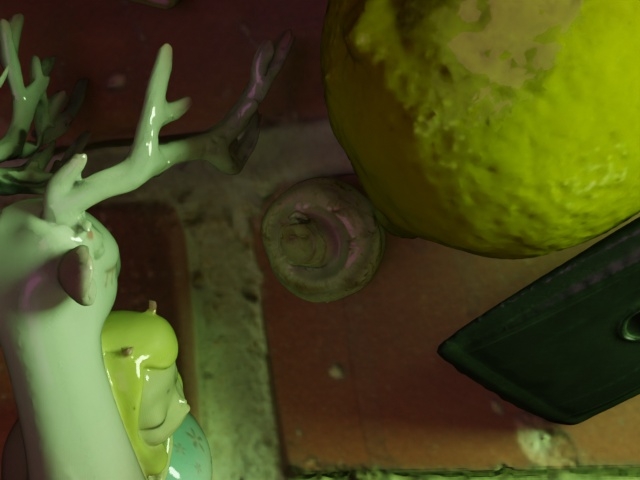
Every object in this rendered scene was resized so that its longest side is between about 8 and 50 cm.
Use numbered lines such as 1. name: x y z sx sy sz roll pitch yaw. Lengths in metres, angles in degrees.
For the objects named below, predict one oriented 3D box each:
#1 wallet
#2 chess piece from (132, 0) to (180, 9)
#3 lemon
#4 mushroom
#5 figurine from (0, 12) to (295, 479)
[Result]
1. wallet: 0.202 0.033 0.814 0.245 0.169 0.052 -34 54 23
2. chess piece: -0.182 -0.219 0.949 0.200 0.090 0.090 17 104 4
3. lemon: 0.120 -0.120 0.778 0.233 0.233 0.288 33 106 11
4. mushroom: 0.000 0.000 0.921 0.084 0.067 0.083 5 100 29
5. figurine: -0.151 0.019 0.903 0.206 0.284 0.315 12 130 14
